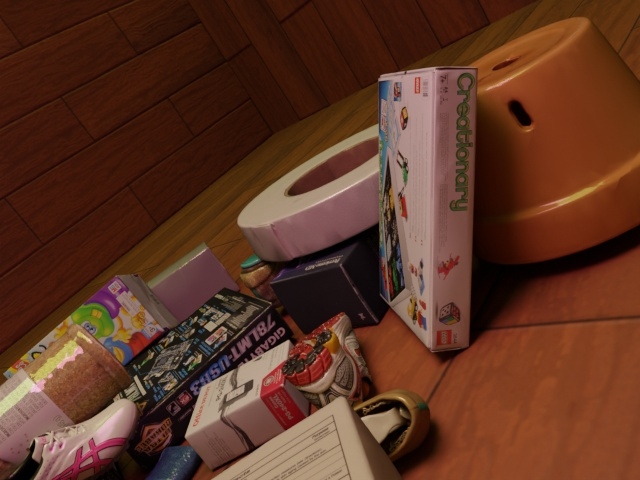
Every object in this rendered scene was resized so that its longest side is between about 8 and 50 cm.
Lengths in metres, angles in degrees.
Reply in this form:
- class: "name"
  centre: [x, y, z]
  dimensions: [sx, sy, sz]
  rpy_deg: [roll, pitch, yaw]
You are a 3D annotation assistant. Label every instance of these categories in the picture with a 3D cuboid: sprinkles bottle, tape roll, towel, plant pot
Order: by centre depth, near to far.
- class: "plant pot"
  centre: [0.274, -0.137, 0.733]
  dimensions: [0.291, 0.203, 0.291]
  rpy_deg: [-28, 18, 10]
- class: "sprinkles bottle"
  centre: [-0.413, 0.267, 0.743]
  dimensions: [0.355, 0.121, 0.121]
  rpy_deg: [-45, 20, -25]
- class: "towel"
  centre: [-0.203, 0.313, 0.745]
  dimensions: [0.067, 0.029, 0.119]
  rpy_deg: [-20, 21, 35]
- class: "tape roll"
  centre: [0.042, -0.099, 0.983]
  dimensions: [0.392, 0.072, 0.392]
  rpy_deg: [-27, 17, 9]

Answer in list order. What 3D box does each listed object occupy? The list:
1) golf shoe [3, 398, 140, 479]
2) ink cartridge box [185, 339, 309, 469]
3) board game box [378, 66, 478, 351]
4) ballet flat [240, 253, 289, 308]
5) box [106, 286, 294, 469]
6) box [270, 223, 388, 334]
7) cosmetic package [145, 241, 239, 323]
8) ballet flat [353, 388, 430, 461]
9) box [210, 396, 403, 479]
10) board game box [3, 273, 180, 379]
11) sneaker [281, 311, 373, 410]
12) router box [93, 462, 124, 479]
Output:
- class: "golf shoe"
  centre: [-0.304, 0.259, 0.713]
  dimensions: [0.067, 0.086, 0.186]
  rpy_deg: [13, 47, 45]
- class: "ink cartridge box"
  centre: [-0.091, 0.211, 0.762]
  dimensions: [0.150, 0.063, 0.109]
  rpy_deg: [-30, 17, 11]
- class: "board game box"
  centre: [0.120, -0.047, 0.706]
  dimensions: [0.053, 0.305, 0.193]
  rpy_deg: [-4, 14, -10]
- class: "ballet flat"
  centre: [0.000, 0.000, 1.094]
  dimensions: [0.348, 0.123, 0.123]
  rpy_deg: [-41, 18, -32]
- class: "box"
  centre: [-0.219, 0.206, 0.989]
  dimensions: [0.293, 0.073, 0.295]
  rpy_deg: [-42, 17, -18]
- class: "box"
  centre: [0.048, 0.035, 0.916]
  dimensions: [0.153, 0.108, 0.207]
  rpy_deg: [-17, 23, 41]
- class: "cosmetic package"
  centre: [-0.313, 0.123, 1.304]
  dimensions: [0.238, 0.127, 0.107]
  rpy_deg: [-36, 16, -12]
- class: "ballet flat"
  centre: [-0.003, 0.209, 0.561]
  dimensions: [0.232, 0.080, 0.073]
  rpy_deg: [-33, -22, 0]
- class: "box"
  centre: [0.006, 0.243, 0.391]
  dimensions: [0.148, 0.127, 0.232]
  rpy_deg: [-33, 17, 2]
- class: "board game box"
  centre: [-0.438, 0.210, 1.151]
  dimensions: [0.275, 0.144, 0.142]
  rpy_deg: [-42, -1, -2]
- class: "sneaker"
  centre: [0.013, 0.154, 0.709]
  dimensions: [0.088, 0.093, 0.225]
  rpy_deg: [-37, 0, 9]
- class: "router box"
  centre: [-0.428, 0.376, 0.795]
  dimensions: [0.309, 0.081, 0.243]
  rpy_deg: [-39, 34, -16]
